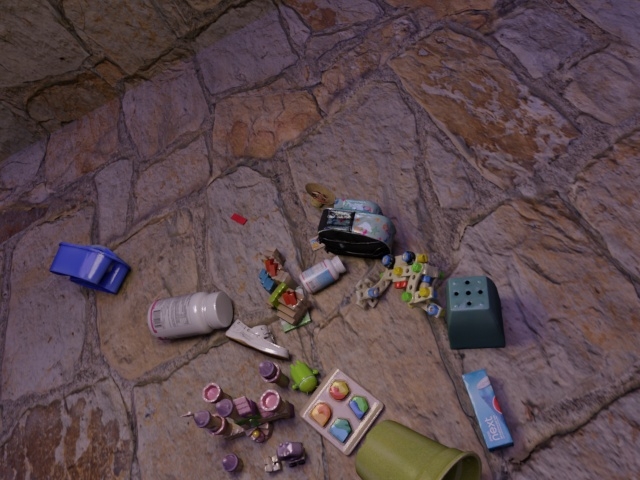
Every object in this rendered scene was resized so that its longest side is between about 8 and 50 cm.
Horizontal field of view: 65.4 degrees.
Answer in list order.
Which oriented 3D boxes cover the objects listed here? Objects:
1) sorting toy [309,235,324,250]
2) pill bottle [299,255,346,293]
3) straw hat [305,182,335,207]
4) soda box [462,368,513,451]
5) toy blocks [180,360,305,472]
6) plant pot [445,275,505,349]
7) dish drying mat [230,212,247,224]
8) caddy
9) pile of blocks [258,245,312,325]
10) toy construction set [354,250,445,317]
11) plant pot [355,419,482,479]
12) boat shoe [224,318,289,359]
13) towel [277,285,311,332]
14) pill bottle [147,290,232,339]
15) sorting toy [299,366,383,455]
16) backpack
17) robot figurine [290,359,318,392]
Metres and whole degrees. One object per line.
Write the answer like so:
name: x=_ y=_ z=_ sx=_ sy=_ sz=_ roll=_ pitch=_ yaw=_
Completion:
sorting toy: x=0.000 y=0.000 z=1.950 sx=0.083 sy=0.012 sz=0.062 roll=-26 pitch=53 yaw=6
pill bottle: x=0.010 y=0.122 z=1.822 sx=0.160 sy=0.087 sz=0.087 roll=-30 pitch=53 yaw=2
straw hat: x=-0.012 y=-0.169 z=2.029 sx=0.144 sy=0.145 sz=0.061 roll=56 pitch=132 yaw=37
soda box: x=0.473 y=0.479 z=1.416 sx=0.071 sy=0.067 sz=0.210 roll=-20 pitch=55 yaw=10
toy blocks: x=-0.237 y=0.549 z=1.546 sx=0.289 sy=0.260 sz=0.308 roll=-21 pitch=54 yaw=8
plant pot: x=0.455 y=0.206 z=1.492 sx=0.166 sy=0.234 sz=0.165 roll=-6 pitch=58 yaw=18
dish drying mat: x=-0.353 y=-0.093 z=2.158 sx=0.083 sy=0.008 sz=0.032 roll=25 pitch=71 yaw=34
caddy: x=-0.989 y=0.101 z=2.158 sx=0.342 sy=0.241 sz=0.179 roll=9 pitch=70 yaw=26
pile of blocks: x=-0.171 y=0.151 z=1.839 sx=0.149 sy=0.112 sz=0.362 roll=-34 pitch=46 yaw=-1
toy construction set: x=0.269 y=0.146 z=1.654 sx=0.328 sy=0.151 sz=0.214 roll=-6 pitch=70 yaw=43
plant pot: x=0.242 y=0.619 z=1.325 sx=0.254 sy=0.276 sz=0.276 roll=23 pitch=70 yaw=45
boat shoe: x=-0.216 y=0.343 z=1.769 sx=0.277 sy=0.098 sz=0.096 roll=15 pitch=67 yaw=31
towel: x=-0.101 y=0.253 z=1.830 sx=0.113 sy=0.023 sz=0.151 roll=-25 pitch=55 yaw=9
pill bottle: x=-0.488 y=0.280 z=1.882 sx=0.283 sy=0.160 sz=0.160 roll=-11 pitch=56 yaw=16
sorting toy: x=0.062 y=0.527 z=1.559 sx=0.208 sy=0.038 sz=0.193 roll=33 pitch=76 yaw=26
backpack: x=0.143 y=-0.033 z=1.783 sx=0.254 sy=0.225 sz=0.191 roll=11 pitch=70 yaw=24
robot figurine: x=-0.056 y=0.453 z=1.651 sx=0.101 sy=0.067 sz=0.115 roll=-32 pitch=52 yaw=-14
